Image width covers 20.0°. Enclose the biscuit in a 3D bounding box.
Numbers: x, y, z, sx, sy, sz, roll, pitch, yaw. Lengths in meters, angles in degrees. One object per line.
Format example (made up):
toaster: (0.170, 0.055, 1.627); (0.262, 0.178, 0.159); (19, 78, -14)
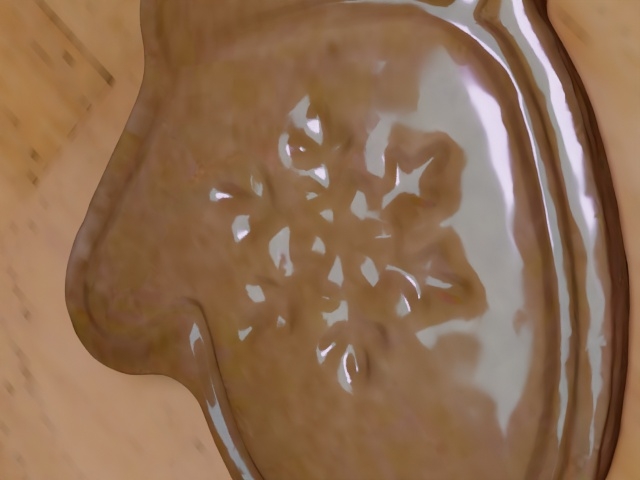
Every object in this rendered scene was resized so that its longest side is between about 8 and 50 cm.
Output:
biscuit: (-0.001, 0.000, 0.342); (0.118, 0.023, 0.140); (-18, 87, 28)
